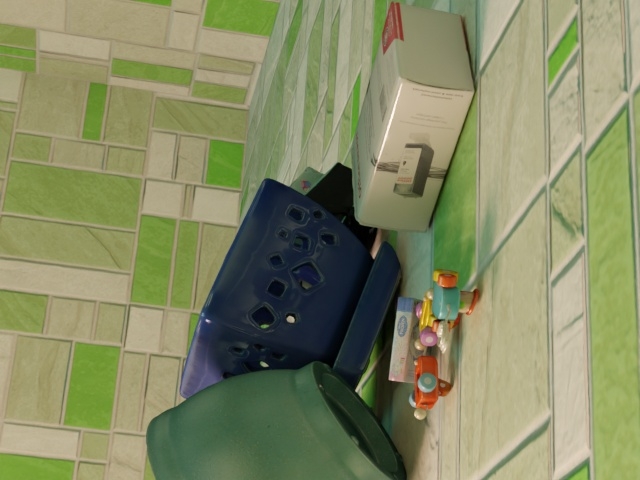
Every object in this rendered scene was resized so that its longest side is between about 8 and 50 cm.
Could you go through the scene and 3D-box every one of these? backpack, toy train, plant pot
[{"bbox_3d":[0.000,0.000,1.953,0.166,0.144,0.188,-52,-28,-49],"label":"backpack"},{"bbox_3d":[0.127,0.102,1.396,0.166,0.046,0.125,106,168,-58],"label":"toy train"},{"bbox_3d":[-0.033,0.100,1.762,0.236,0.212,0.236,112,-179,-55],"label":"plant pot"},{"bbox_3d":[-0.027,0.261,1.569,0.196,0.293,0.293,-38,20,10],"label":"plant pot"}]

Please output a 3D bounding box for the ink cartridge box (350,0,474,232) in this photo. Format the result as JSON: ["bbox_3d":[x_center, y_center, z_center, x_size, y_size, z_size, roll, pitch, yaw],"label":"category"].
[{"bbox_3d":[0.102,-0.140,1.607,0.158,0.092,0.218,-91,14,-47],"label":"ink cartridge box"}]

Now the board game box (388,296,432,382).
[{"bbox_3d":[0.101,0.110,1.497,0.090,0.020,0.090,21,-106,-68],"label":"board game box"}]

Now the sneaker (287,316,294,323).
[{"bbox_3d":[-0.006,0.079,2.211,0.115,0.090,0.232,100,-177,-64],"label":"sneaker"}]

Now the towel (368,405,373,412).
[{"bbox_3d":[0.026,0.362,1.816,0.282,0.049,0.187,111,164,-52],"label":"towel"}]
